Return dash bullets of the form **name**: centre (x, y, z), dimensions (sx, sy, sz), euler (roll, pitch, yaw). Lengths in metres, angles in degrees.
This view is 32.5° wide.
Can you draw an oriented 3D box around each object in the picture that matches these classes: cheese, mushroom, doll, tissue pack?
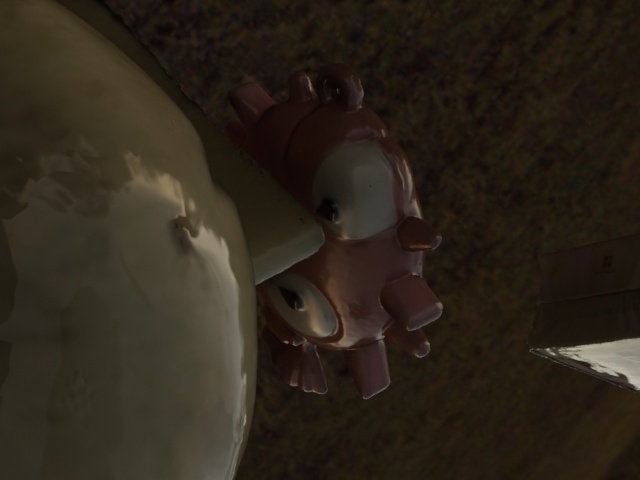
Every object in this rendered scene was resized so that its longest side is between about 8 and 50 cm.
- **cheese**: centre (-0.126, -0.084, 0.741), dimensions (0.085, 0.400, 0.034), euler (-33, 133, -10)
- **mushroom**: centre (-0.156, 0.034, 0.409), dimensions (0.315, 0.315, 0.356), euler (-27, -175, -36)
- **doll**: centre (0.000, 0.000, 0.731), dimensions (0.093, 0.211, 0.262), euler (-25, 146, -36)
- **tissue pack**: centre (0.348, 0.076, 1.083), dimensions (0.225, 0.185, 0.124), euler (-20, -127, 63)
